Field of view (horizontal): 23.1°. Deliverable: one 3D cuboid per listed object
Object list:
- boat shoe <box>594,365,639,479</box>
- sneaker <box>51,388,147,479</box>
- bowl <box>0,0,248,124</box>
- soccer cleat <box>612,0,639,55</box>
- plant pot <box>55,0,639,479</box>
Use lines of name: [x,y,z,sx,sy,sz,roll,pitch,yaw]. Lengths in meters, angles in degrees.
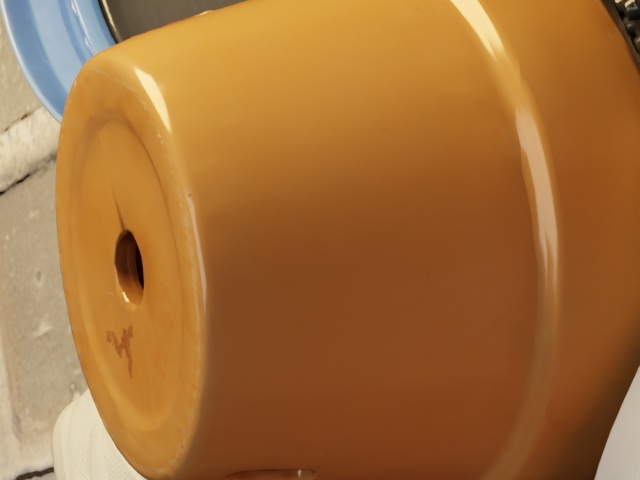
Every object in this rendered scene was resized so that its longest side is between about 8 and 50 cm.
boat shoe: [0.200,0.074,0.650,0.102,0.108,0.301,31,106,47]
sneaker: [-0.082,0.192,0.976,0.169,0.108,0.292,-48,55,43]
bowl: [-0.088,-0.248,1.002,0.391,0.077,0.391,0,90,50]
soccer cleat: [0.159,-0.168,0.618,0.108,0.116,0.318,-104,-6,-47]
plant pot: [0.000,0.000,0.748,0.291,0.204,0.290,28,121,59]
